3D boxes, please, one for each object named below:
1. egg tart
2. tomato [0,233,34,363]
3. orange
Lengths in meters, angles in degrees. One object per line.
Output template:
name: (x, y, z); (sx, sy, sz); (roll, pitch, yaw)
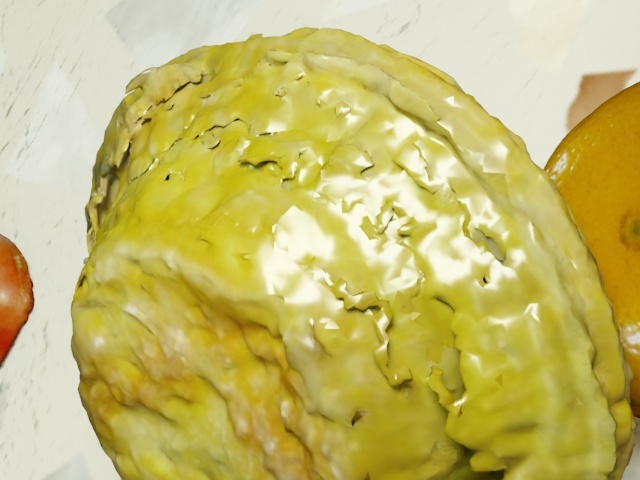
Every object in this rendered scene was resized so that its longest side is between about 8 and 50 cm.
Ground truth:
egg tart: (-0.012, 0.051, 0.589); (0.294, 0.294, 0.123); (8, 30, 38)
tomato: (-0.270, 0.047, 0.907); (0.156, 0.069, 0.155); (-17, 56, 28)
orange: (0.165, 0.004, 0.589); (0.156, 0.124, 0.156); (-12, 73, 43)
